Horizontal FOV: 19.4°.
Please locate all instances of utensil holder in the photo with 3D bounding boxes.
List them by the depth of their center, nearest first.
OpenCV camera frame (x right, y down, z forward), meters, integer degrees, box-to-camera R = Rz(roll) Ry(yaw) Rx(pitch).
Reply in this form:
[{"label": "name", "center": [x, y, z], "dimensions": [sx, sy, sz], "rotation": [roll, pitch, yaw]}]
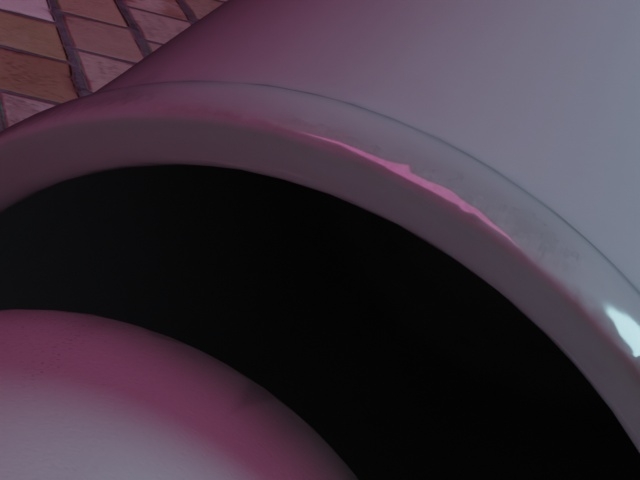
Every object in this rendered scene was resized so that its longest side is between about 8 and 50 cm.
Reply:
[{"label": "utensil holder", "center": [0.055, 0.031, 0.747], "dimensions": [0.327, 0.327, 0.385], "rotation": [21, 33, 16]}]

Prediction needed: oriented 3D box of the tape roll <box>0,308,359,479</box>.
[{"label": "tape roll", "center": [-0.096, 0.156, 0.505], "dimensions": [0.246, 0.246, 0.169], "rotation": [19, 15, 6]}]
